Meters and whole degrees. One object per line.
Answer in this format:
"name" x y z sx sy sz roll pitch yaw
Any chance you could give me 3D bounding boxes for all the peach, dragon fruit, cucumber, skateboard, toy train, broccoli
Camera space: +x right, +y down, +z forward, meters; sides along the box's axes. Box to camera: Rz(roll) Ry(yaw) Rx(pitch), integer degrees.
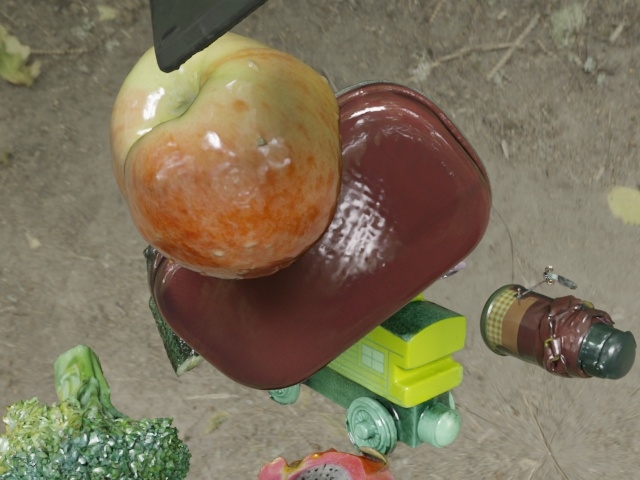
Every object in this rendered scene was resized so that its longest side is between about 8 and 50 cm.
"peach" -0.069 -0.066 0.837 0.233 0.232 0.232 -3 77 13
"dragon fruit" 0.016 0.420 1.384 0.291 0.189 0.290 -12 41 11
"cucumber" -0.290 0.174 1.940 0.074 0.074 0.241 -36 45 4
"skateboard" 0.346 0.076 1.498 0.083 0.064 0.032 -37 39 45
"toy train" 0.058 0.172 1.598 0.442 0.179 0.272 22 118 46
"broccoli" -0.238 0.195 0.976 0.220 0.194 0.194 -38 71 21

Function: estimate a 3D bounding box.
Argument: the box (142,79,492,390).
"box" 0.000 0.000 1.111 0.404 0.108 0.263 -37 114 13

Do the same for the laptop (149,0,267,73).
"laptop" -0.022 -0.171 0.429 0.197 0.016 0.135 -27 61 43

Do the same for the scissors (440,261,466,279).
"scissors" 0.165 0.078 1.782 0.212 0.110 0.021 -23 73 14

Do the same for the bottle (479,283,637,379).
"bottle" 0.406 0.164 1.657 0.156 0.143 0.271 -42 33 -22
